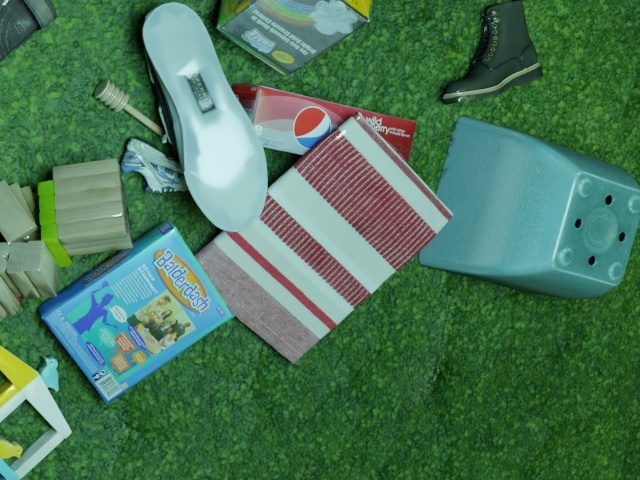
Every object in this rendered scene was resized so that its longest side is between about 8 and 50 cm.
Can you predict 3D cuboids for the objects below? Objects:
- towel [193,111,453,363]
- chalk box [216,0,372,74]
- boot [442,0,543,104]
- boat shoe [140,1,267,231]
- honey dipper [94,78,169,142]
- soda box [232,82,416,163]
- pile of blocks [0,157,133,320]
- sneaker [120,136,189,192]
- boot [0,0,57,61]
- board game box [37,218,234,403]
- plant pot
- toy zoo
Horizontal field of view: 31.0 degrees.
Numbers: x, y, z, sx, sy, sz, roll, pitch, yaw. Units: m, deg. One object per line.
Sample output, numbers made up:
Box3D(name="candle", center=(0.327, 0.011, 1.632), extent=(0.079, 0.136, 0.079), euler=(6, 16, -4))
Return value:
Box3D(name="towel", center=(0.000, 0.000, 1.641), extent=(0.329, 0.037, 0.237), euler=(-42, 120, 7))
Box3D(name="chalk box", center=(-0.046, -0.323, 1.539), extent=(0.132, 0.213, 0.132), euler=(31, 51, -33))
Box3D(name="boot", center=(0.251, -0.293, 1.779), extent=(0.198, 0.077, 0.137), euler=(-26, 107, -38))
Box3D(name="boat shoe", center=(-0.161, -0.158, 1.522), extent=(0.113, 0.105, 0.306), euler=(-27, 98, -11))
Box3D(name="honey dipper", center=(-0.233, -0.158, 1.546), extent=(0.161, 0.030, 0.030), euler=(38, 80, -34))
Box3D(name="soda box", center=(0.002, -0.157, 1.641), extent=(0.263, 0.092, 0.083), euler=(9, 95, -31))
Box3D(name="pile of blocks", center=(-0.395, 0.027, 1.459), extent=(0.362, 0.149, 0.112), euler=(-31, 157, -12))
Box3D(name="sneaker", center=(-0.212, -0.087, 1.564), extent=(0.135, 0.052, 0.058), euler=(30, 94, -23))
Box3D(name="boot", center=(-0.458, -0.267, 1.355), extent=(0.229, 0.091, 0.263), euler=(-49, 122, -14))
Box3D(name="board game box", center=(-0.246, 0.096, 1.555), extent=(0.210, 0.047, 0.160), euler=(-34, 115, -8))
Box3D(name="plant pot", center=(0.344, -0.034, 1.771), extent=(0.248, 0.252, 0.247), euler=(14, 93, -31))
Box3D(name="toy zoo", center=(-0.458, 0.251, 1.492), extent=(0.293, 0.030, 0.192), euler=(-44, 117, -16))
